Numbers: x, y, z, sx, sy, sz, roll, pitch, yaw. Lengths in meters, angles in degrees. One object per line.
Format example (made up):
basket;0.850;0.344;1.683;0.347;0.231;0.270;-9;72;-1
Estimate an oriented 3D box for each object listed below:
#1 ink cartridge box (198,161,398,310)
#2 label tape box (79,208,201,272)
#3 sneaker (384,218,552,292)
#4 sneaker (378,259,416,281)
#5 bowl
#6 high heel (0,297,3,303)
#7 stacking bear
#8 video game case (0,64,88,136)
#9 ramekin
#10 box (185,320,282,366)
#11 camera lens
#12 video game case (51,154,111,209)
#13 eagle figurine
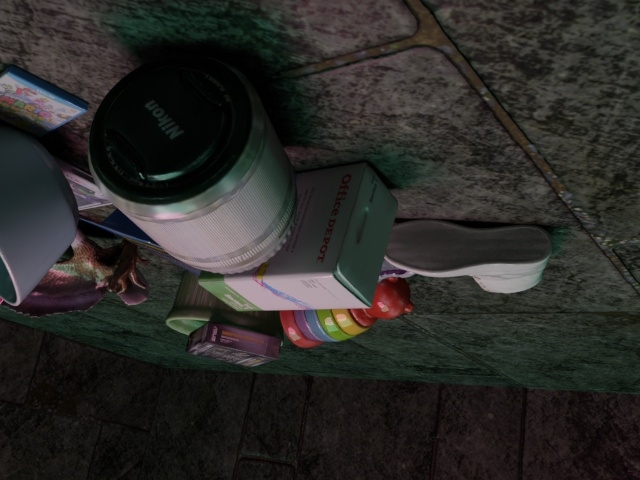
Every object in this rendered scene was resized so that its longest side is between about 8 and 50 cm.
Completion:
ink cartridge box;-0.035;0.001;1.138;0.278;0.201;0.117;-5;146;37
label tape box;-0.246;-0.008;1.302;0.241;0.105;0.334;15;168;38
sneaker;0.259;0.042;1.278;0.293;0.108;0.169;3;157;15
sneaker;0.108;0.028;1.397;0.098;0.083;0.224;45;145;-20
bowl;-0.515;-0.064;1.159;0.312;0.163;0.311;34;144;30
high heel;-0.672;0.009;1.434;0.082;0.244;0.117;2;167;41
stacking bear;0.067;0.137;1.569;0.289;0.164;0.175;-19;104;34
video game case;-0.439;-0.204;1.059;0.119;0.015;0.166;26;155;-39
ramekin;-0.232;0.171;1.824;0.304;0.148;0.303;9;161;3
box;-0.219;0.260;1.755;0.183;0.056;0.231;15;160;-18
camera lens;-0.155;-0.090;0.930;0.220;0.219;0.274;5;160;13
video game case;-0.496;-0.105;1.359;0.190;0.022;0.173;-6;155;38
eagle figurine;-0.540;0.046;1.568;0.298;0.225;0.226;-8;178;16
